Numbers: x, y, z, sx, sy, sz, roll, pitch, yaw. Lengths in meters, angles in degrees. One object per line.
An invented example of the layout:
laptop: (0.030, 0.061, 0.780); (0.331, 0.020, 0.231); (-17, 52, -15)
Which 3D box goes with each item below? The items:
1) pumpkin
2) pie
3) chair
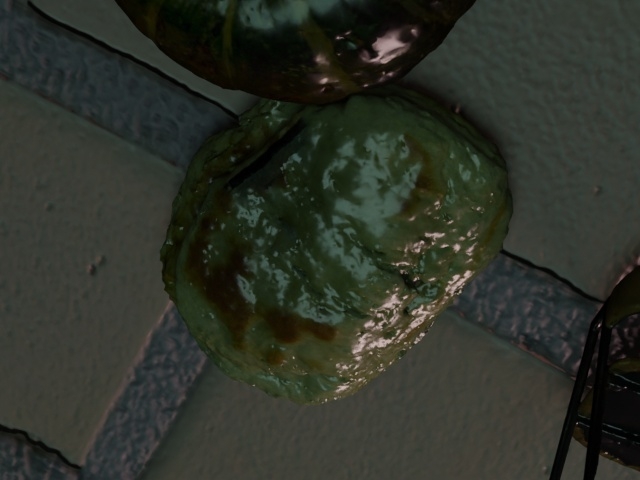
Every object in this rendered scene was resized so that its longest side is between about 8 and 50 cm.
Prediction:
pumpkin: (-0.016, -0.205, 1.113); (0.260, 0.189, 0.260); (1, 96, 13)
pie: (0.000, 0.000, 1.267); (0.201, 0.090, 0.248); (38, 115, -7)
chair: (0.247, 0.122, 1.245); (0.158, 0.247, 0.172); (18, 144, 1)
